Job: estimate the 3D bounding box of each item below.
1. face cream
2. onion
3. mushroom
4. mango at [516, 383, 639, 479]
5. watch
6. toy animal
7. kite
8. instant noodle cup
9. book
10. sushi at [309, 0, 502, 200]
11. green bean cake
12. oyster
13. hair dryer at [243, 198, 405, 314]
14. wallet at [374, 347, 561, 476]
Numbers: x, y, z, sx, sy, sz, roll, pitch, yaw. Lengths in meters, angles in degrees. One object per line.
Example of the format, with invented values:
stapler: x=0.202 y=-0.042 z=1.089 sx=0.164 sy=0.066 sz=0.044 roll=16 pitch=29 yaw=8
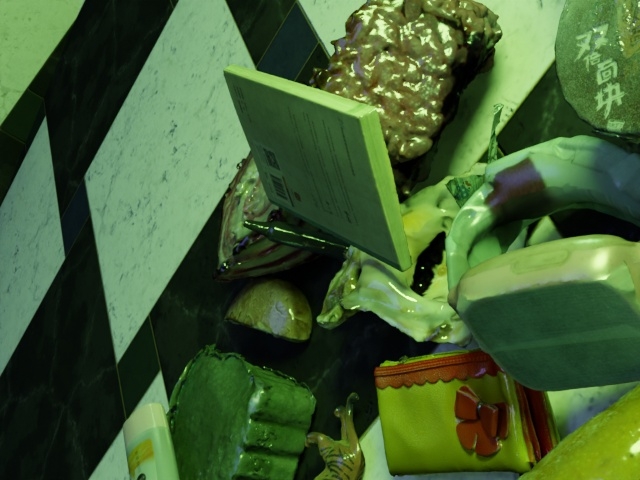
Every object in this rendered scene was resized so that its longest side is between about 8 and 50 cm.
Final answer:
face cream: x=-0.237 y=0.328 z=1.396 sx=0.084 sy=0.057 sz=0.198 roll=-46 pitch=43 yaw=22
onion: x=-0.036 y=-0.090 z=1.468 sx=0.314 sy=0.146 sz=0.280 roll=-50 pitch=24 yaw=43
mushroom: x=-0.083 y=0.099 z=1.501 sx=0.209 sy=0.072 sz=0.094 roll=13 pitch=78 yaw=58
mango: x=0.250 y=0.235 z=0.825 sx=0.329 sy=0.175 sz=0.176 roll=-51 pitch=6 yaw=19
watch: x=0.240 y=0.007 z=0.955 sx=0.253 sy=0.162 sz=0.241 roll=-14 pitch=39 yaw=38
toy animal: x=0.012 y=0.315 z=1.276 sx=0.099 sy=0.056 sz=0.241 roll=31 pitch=100 yaw=51
kite: x=0.183 y=-0.072 z=1.060 sx=0.011 sy=0.139 sz=0.157 roll=29 pitch=126 yaw=44
instant noodle cup: x=0.346 y=-0.161 z=0.837 sx=0.217 sy=0.207 sz=0.218 roll=-29 pitch=54 yaw=47
book: x=-0.009 y=-0.091 z=1.169 sx=0.282 sy=0.025 sz=0.215 roll=29 pitch=144 yaw=47
sushi: x=0.106 y=-0.195 z=1.225 sx=0.270 sy=0.170 sz=0.236 roll=-60 pitch=-9 yaw=3
green bean cake: x=-0.130 y=0.292 z=1.426 sx=0.241 sy=0.132 sz=0.255 roll=9 pitch=81 yaw=57
oyster: x=0.135 y=0.032 z=1.171 sx=0.275 sy=0.100 sz=0.271 roll=-53 pitch=34 yaw=-3
hair dryer: x=0.002 y=-0.015 z=1.324 sx=0.173 sy=0.194 sz=0.050 roll=-62 pitch=4 yaw=16
wallet: x=0.145 y=0.188 z=1.080 sx=0.241 sy=0.067 sz=0.141 roll=-21 pitch=78 yaw=54
